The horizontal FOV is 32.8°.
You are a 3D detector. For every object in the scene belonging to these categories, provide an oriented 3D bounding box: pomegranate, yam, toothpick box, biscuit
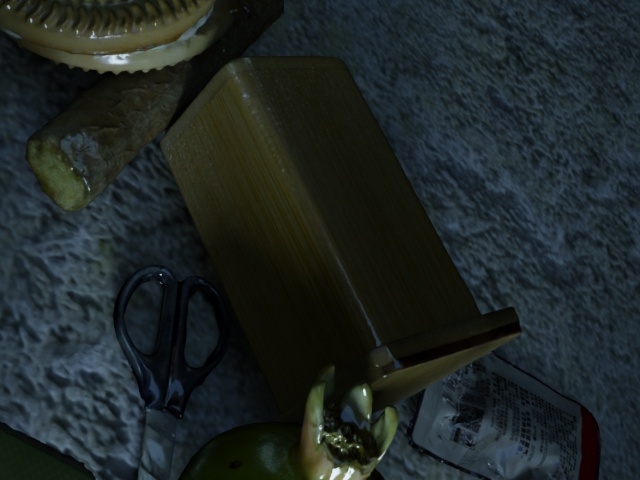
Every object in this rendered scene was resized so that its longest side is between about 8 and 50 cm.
[{"bbox_3d":[-0.032,0.209,0.825,0.198,0.198,0.246,-23,119,-39],"label":"pomegranate"},{"bbox_3d":[-0.146,-0.160,1.038,0.081,0.081,0.357,43,49,-7],"label":"yam"},{"bbox_3d":[0.000,0.000,0.977,0.187,0.190,0.308,-10,68,-43],"label":"toothpick box"},{"bbox_3d":[-0.197,-0.249,1.003,0.259,0.079,0.259,5,49,-6],"label":"biscuit"}]

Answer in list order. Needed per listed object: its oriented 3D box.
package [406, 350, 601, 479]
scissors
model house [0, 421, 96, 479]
[{"bbox_3d":[0.196,0.189,1.109,0.239,0.030,0.154,31,52,-17],"label":"package"},{"bbox_3d":[-0.134,0.159,0.910,0.109,0.022,0.300,18,57,-25],"label":"scissors"},{"bbox_3d":[-0.240,0.177,0.734,0.218,0.205,0.279,33,45,-16],"label":"model house"}]
